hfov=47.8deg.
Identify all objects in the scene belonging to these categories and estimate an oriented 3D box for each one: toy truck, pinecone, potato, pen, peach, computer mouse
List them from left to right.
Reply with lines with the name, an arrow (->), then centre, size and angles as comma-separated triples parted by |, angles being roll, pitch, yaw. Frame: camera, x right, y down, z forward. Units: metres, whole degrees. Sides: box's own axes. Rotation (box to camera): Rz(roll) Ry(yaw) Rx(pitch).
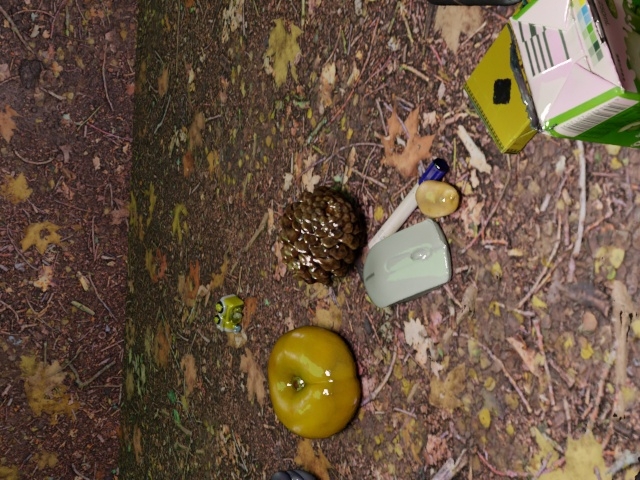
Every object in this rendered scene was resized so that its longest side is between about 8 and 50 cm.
toy truck -> -0.254, 0.217, 2.068 | 0.076, 0.076, 0.111 | 25, 116, 35
peach -> -0.015, 0.308, 1.582 | 0.251, 0.153, 0.251 | 2, 93, 44
pinecone -> 0.004, -0.004, 1.502 | 0.179, 0.184, 0.205 | 41, 156, 22
computer mouse -> 0.151, 0.050, 1.344 | 0.231, 0.079, 0.128 | -39, 60, 50
pen -> 0.160, -0.058, 1.361 | 0.269, 0.033, 0.033 | -55, 46, 46
potato -> 0.204, -0.072, 1.255 | 0.068, 0.062, 0.083 | 59, 167, -21

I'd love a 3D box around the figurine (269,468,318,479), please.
figurine -> -0.039, 0.635, 1.615 | 0.265, 0.175, 0.197 | -119, 34, -51

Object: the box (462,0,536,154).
box -> 0.322, -0.275, 1.058 | 0.279, 0.040, 0.153 | -58, 45, 45

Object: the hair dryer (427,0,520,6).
hair dryer -> 0.268, -0.536, 1.094 | 0.189, 0.107, 0.353 | 30, 112, 55

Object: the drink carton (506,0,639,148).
drink carton -> 0.342, -0.195, 0.798 | 0.108, 0.270, 0.161 | -31, 64, 52

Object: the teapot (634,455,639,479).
teapot -> 0.431, 0.269, 0.856 | 0.177, 0.087, 0.096 | -63, 37, 41
